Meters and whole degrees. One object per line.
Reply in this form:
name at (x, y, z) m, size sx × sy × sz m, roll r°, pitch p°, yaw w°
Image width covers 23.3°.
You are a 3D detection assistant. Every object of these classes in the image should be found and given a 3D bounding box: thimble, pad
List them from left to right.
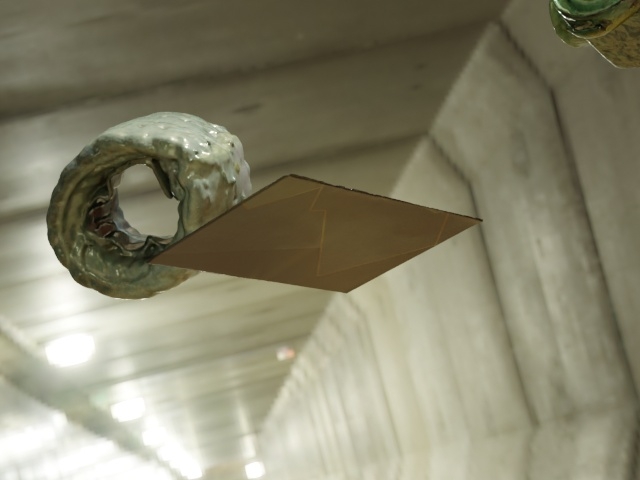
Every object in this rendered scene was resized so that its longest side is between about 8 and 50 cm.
thimble at (-0.198, -0.048, 1.873) m, size 0.205 × 0.250 × 0.172 m, roll 56°, pitch 25°, yaw -1°
pad at (0.000, 0.000, 1.251) m, size 0.243 × 0.163 × 0.004 m, roll 11°, pitch 58°, yaw -47°

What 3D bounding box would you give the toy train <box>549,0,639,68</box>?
toy train at (0.325, -0.211, 0.989) m, size 0.160 × 0.253 × 0.397 m, roll 35°, pitch -19°, yaw -33°
